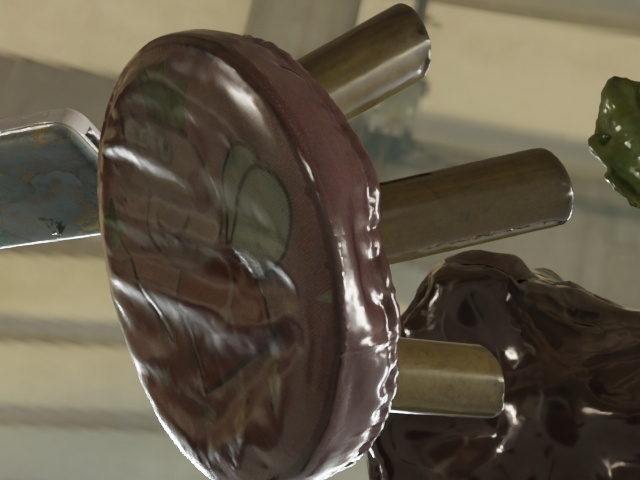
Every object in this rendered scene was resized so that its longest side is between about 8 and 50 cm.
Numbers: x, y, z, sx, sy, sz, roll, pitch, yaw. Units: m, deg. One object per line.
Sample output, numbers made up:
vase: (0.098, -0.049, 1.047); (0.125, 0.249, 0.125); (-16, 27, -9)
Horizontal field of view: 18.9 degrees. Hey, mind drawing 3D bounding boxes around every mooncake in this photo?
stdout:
mooncake: (0.219, 0.178, 1.582); (0.381, 0.350, 0.212); (1, -11, 24)

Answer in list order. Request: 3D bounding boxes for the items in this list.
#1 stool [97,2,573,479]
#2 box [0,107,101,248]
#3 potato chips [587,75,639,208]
stool: (0.000, 0.000, 1.125); (0.178, 0.272, 0.272); (-13, -19, -30)
box: (-0.281, -0.051, 1.741); (0.285, 0.044, 0.142); (-7, -45, 39)
potato chips: (0.432, -0.094, 1.473); (0.389, 0.373, 0.097); (26, -45, 45)
